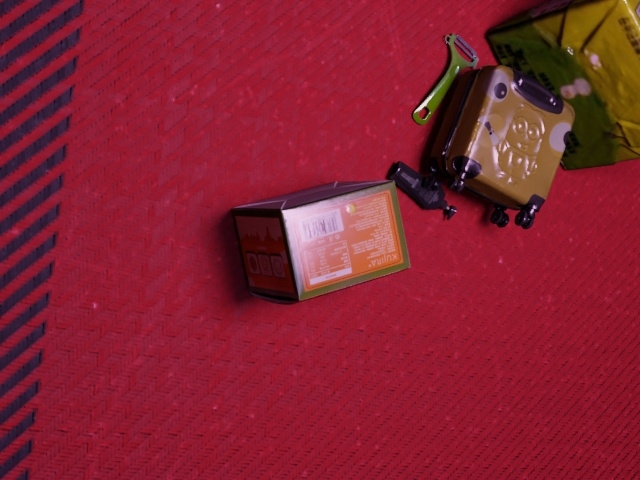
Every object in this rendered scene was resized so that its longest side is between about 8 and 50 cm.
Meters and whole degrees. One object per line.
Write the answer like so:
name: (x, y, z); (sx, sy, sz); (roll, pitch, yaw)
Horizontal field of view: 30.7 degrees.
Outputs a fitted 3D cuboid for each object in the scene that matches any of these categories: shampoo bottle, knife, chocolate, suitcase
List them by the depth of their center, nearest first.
suitcase: (0.289, -0.159, 1.912); (0.194, 0.143, 0.235); (25, 81, -26)
shampoo bottle: (0.170, -0.082, 1.915); (0.137, 0.027, 0.048); (33, 90, -25)
knife: (0.202, -0.264, 1.930); (0.078, 0.022, 0.166); (38, 74, -19)
chocolate: (0.477, -0.281, 1.934); (0.137, 0.289, 0.301); (-47, 113, -31)

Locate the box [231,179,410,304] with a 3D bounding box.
box: (0.000, 0.000, 1.742); (0.195, 0.177, 0.148); (-16, 99, -27)
